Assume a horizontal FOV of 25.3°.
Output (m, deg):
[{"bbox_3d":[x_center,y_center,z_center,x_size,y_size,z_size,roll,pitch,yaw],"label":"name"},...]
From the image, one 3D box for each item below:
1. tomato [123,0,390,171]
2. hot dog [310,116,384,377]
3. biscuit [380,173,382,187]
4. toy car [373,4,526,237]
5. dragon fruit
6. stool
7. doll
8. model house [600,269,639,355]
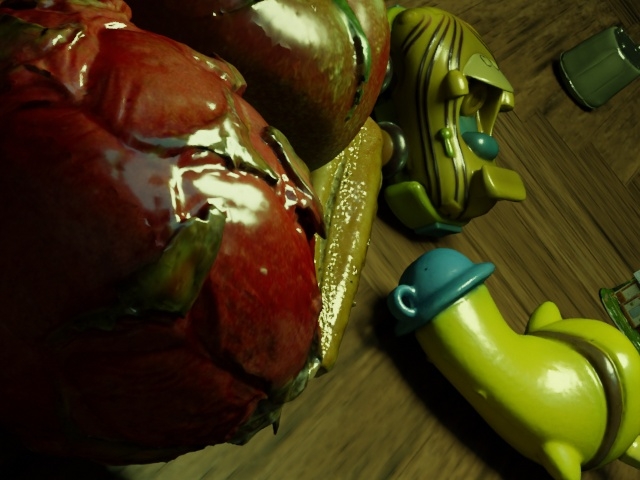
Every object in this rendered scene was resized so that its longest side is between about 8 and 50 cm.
[{"bbox_3d":[-0.099,-0.182,1.158,0.303,0.239,0.303,32,37,-29],"label":"tomato"},{"bbox_3d":[0.001,-0.002,1.249,0.088,0.061,0.285,38,45,-22],"label":"hot dog"},{"bbox_3d":[-0.047,-0.169,1.355,0.183,0.047,0.319,-30,92,-33],"label":"biscuit"},{"bbox_3d":[0.131,-0.134,1.484,0.200,0.142,0.247,1,76,-61],"label":"toy car"},{"bbox_3d":[-0.141,-0.004,0.897,0.342,0.277,0.277,48,30,2],"label":"dragon fruit"},{"bbox_3d":[0.405,-0.251,2.052,0.096,0.110,0.096,36,36,-32],"label":"stool"},{"bbox_3d":[0.210,0.131,1.361,0.363,0.145,0.199,29,42,-23],"label":"doll"},{"bbox_3d":[0.434,0.078,1.769,0.167,0.088,0.117,-4,61,-56],"label":"model house"}]
